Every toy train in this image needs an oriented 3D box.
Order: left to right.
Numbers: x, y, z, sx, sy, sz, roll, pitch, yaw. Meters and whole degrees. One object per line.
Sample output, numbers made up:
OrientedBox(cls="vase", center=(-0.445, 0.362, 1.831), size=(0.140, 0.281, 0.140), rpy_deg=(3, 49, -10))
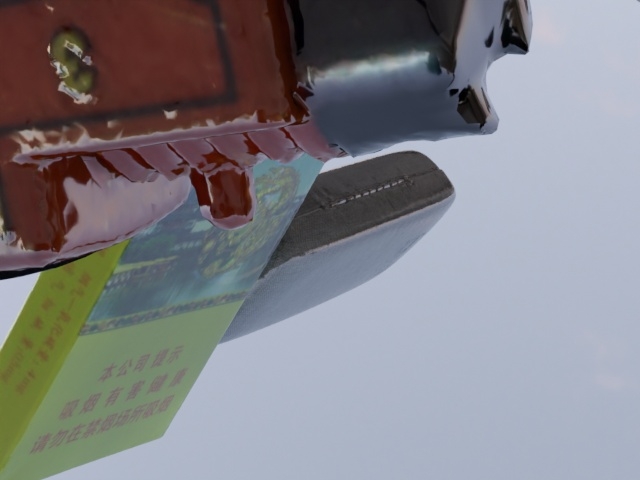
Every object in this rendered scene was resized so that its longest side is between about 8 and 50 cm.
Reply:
OrientedBox(cls="toy train", center=(-0.084, -0.108, 0.581), size=(0.369, 0.231, 0.163), rpy_deg=(-6, -167, 26))

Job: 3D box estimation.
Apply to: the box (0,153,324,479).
OrientedBox(cls="box", center=(-0.079, -0.008, 0.908), size=(0.047, 0.335, 0.187), rpy_deg=(38, -160, 20))

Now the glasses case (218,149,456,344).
OrientedBox(cls="glasses case", center=(0.000, 0.000, 1.322), size=(0.074, 0.131, 0.323), rpy_deg=(52, -150, 11))

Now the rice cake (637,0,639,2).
OrientedBox(cls="rice cake", center=(0.157, -0.293, 1.009), size=(0.073, 0.056, 0.365), rpy_deg=(18, -136, -35))
